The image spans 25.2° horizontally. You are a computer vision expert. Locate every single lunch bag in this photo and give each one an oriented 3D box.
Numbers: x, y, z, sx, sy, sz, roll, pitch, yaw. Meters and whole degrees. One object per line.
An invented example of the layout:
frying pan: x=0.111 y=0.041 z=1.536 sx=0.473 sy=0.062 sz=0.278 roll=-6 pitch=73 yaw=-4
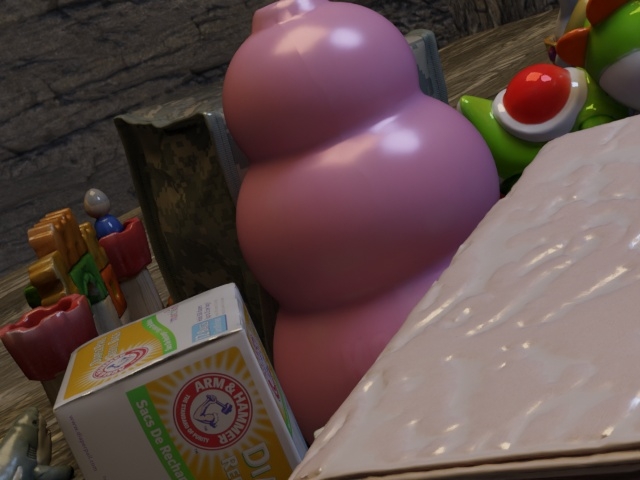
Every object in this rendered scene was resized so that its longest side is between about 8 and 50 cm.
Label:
lunch bag: x=0.000 y=0.000 z=1.150 sx=0.235 sy=0.287 sz=0.169 roll=-25 pitch=16 yaw=-34

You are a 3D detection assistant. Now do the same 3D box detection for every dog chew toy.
dog chew toy: x=0.039 y=-0.005 z=0.950 sx=0.206 sy=0.332 sz=0.206 roll=-22 pitch=11 yaw=4

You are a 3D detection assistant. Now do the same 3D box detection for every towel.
towel: x=0.174 y=0.016 z=0.665 sx=0.317 sy=0.053 sz=0.332 roll=-14 pitch=23 yaw=40

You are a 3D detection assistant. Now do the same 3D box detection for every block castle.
block castle: x=-0.138 y=0.033 z=1.466 sx=0.303 sy=0.213 sz=0.453 roll=-22 pitch=11 yaw=5

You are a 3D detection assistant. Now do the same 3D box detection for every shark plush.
shark plush: x=-0.303 y=0.215 z=1.293 sx=0.161 sy=0.067 sz=0.073 roll=-31 pitch=14 yaw=-38

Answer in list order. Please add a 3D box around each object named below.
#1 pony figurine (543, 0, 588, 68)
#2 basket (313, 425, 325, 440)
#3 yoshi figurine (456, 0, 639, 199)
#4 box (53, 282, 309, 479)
pony figurine: x=0.381 y=-0.304 z=1.804 sx=0.351 sy=0.303 sz=0.363 roll=-38 pitch=-24 yaw=-14
basket: x=0.086 y=0.128 z=0.794 sx=0.167 sy=0.113 sz=0.103 roll=-24 pitch=8 yaw=-7
yoshi figurine: x=0.262 y=-0.098 z=1.205 sx=0.203 sy=0.203 sz=0.362 roll=-24 pitch=-20 yaw=-51
box: x=-0.051 y=0.141 z=0.763 sx=0.103 sy=0.203 sz=0.114 roll=-23 pitch=11 yaw=-1
